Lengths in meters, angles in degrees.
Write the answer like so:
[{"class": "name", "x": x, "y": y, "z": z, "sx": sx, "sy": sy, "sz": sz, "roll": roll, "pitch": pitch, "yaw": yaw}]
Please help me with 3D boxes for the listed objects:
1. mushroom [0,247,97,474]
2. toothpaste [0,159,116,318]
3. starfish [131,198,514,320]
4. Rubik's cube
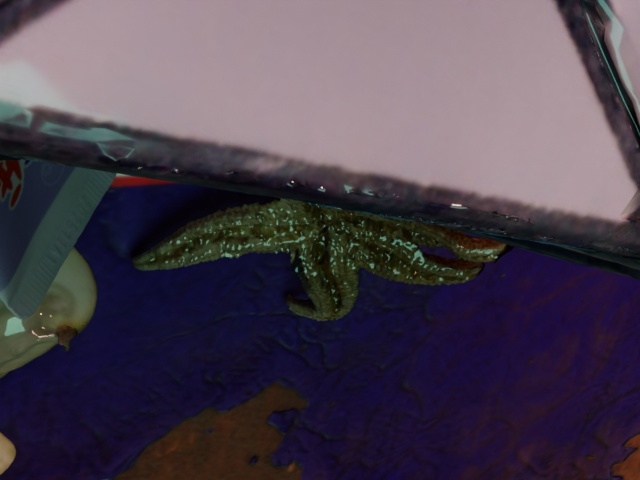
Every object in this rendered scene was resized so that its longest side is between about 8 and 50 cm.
[{"class": "mushroom", "x": -0.264, "y": 0.085, "z": 0.790, "sx": 0.286, "sy": 0.151, "sz": 0.156, "roll": -37, "pitch": 105, "yaw": -35}, {"class": "toothpaste", "x": -0.207, "y": -0.119, "z": 0.686, "sx": 0.080, "sy": 0.125, "sz": 0.371, "roll": 6, "pitch": 144, "yaw": 30}, {"class": "starfish", "x": 0.001, "y": -0.007, "z": 0.867, "sx": 0.238, "sy": 0.057, "sz": 0.213, "roll": 3, "pitch": 150, "yaw": 7}, {"class": "Rubik's cube", "x": -0.024, "y": -0.168, "z": 0.516, "sx": 0.307, "sy": 0.305, "sz": 0.310, "roll": 10, "pitch": 99, "yaw": -32}]
